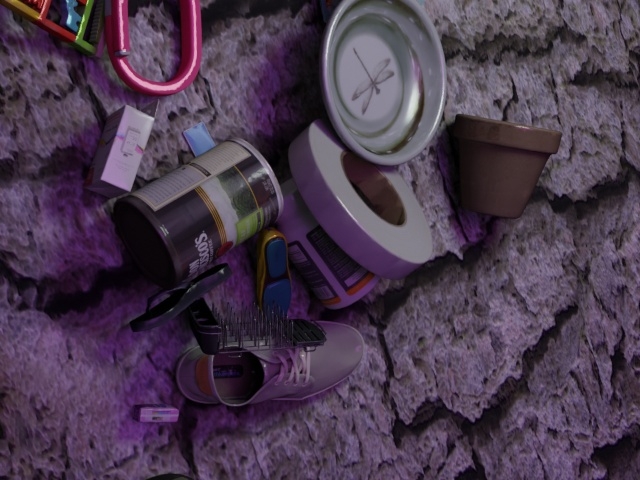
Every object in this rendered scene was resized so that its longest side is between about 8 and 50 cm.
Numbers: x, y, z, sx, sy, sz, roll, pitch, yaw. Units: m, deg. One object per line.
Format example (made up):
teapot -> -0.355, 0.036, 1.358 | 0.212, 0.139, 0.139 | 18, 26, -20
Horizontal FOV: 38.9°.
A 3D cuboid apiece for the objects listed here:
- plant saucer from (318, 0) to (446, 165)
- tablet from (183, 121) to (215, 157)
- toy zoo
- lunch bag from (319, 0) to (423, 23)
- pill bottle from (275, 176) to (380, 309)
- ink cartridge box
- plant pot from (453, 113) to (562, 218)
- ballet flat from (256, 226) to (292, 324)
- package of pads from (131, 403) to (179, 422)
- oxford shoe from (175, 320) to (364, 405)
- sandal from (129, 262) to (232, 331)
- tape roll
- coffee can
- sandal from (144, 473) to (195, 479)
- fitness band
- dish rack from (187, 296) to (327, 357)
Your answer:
plant saucer -> 0.121, -0.366, 2.030 | 0.400, 0.100, 0.401 | -3, 94, -43
tablet -> -0.252, -0.204, 1.923 | 0.054, 0.006, 0.083 | -34, 104, -29
toy zoo -> -0.506, -0.494, 1.712 | 0.293, 0.030, 0.192 | 27, 71, -51
lunch bag -> 0.121, -0.604, 2.088 | 0.223, 0.160, 0.262 | 0, 104, -32
pill bottle -> 0.000, 0.000, 1.968 | 0.162, 0.162, 0.278 | -44, 108, -26
ink cartridge box -> -0.389, -0.190, 1.775 | 0.067, 0.115, 0.198 | 24, 73, -27
plant pot -> 0.440, -0.178, 2.222 | 0.263, 0.263, 0.229 | 5, 100, -31
ballet flat -> -0.105, 0.071, 1.939 | 0.077, 0.077, 0.231 | -16, 127, -25
package of pads -> -0.329, 0.344, 1.805 | 0.083, 0.050, 0.032 | 6, 88, -31
oxford shoe -> -0.083, 0.264, 1.919 | 0.449, 0.130, 0.169 | -4, 86, -33
sandal -> -0.290, 0.107, 1.829 | 0.254, 0.097, 0.054 | -37, 107, -39
tape roll -> 0.092, -0.094, 1.955 | 0.392, 0.072, 0.392 | 38, 29, -25
coffee can -> -0.240, -0.058, 1.804 | 0.275, 0.201, 0.202 | -34, 104, -29
sandal -> -0.357, 0.572, 1.751 | 0.303, 0.120, 0.086 | -45, 136, -24
fitness band -> -0.334, -0.440, 1.840 | 0.209, 0.054, 0.291 | -1, 90, -43
dish rack -> -0.128, 0.171, 1.830 | 0.271, 0.208, 0.074 | -1, 103, -16
